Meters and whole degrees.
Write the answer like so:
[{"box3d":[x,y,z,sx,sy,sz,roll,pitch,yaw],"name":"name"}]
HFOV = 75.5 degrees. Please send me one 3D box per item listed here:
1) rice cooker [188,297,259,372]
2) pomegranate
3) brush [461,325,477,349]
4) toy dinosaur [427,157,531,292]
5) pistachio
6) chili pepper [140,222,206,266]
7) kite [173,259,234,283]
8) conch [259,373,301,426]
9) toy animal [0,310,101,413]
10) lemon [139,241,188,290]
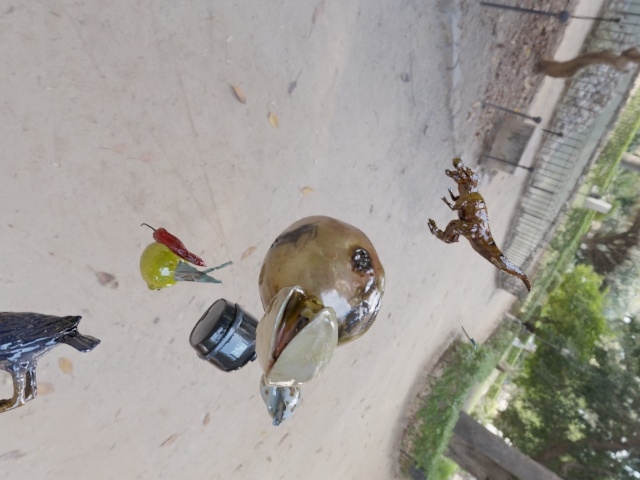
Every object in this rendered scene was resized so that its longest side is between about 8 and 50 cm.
[{"box3d":[-0.357,0.372,1.602,0.224,0.267,0.267,44,76,-21],"name":"rice cooker"},{"box3d":[0.004,0.097,0.978,0.322,0.322,0.322,-36,143,-34],"name":"pomegranate"},{"box3d":[0.423,0.275,1.173,0.013,0.084,0.016,-22,124,2],"name":"brush"},{"box3d":[0.436,-0.028,1.220,0.097,0.208,0.432,-39,103,-48],"name":"toy dinosaur"},{"box3d":[-0.047,0.174,0.746,0.157,0.157,0.229,-32,151,-39],"name":"pistachio"},{"box3d":[-0.515,0.019,1.448,0.059,0.268,0.050,-49,-172,18],"name":"chili pepper"},{"box3d":[-0.390,0.106,1.380,0.229,0.250,0.012,41,39,-56],"name":"kite"},{"box3d":[-0.155,0.580,1.634,0.148,0.275,0.182,10,143,-43],"name":"conch"},{"box3d":[-0.571,0.212,0.753,0.298,0.185,0.122,-22,176,-14],"name":"toy animal"},{"box3d":[-0.586,0.091,1.547,0.173,0.173,0.206,39,63,-60],"name":"lemon"}]
